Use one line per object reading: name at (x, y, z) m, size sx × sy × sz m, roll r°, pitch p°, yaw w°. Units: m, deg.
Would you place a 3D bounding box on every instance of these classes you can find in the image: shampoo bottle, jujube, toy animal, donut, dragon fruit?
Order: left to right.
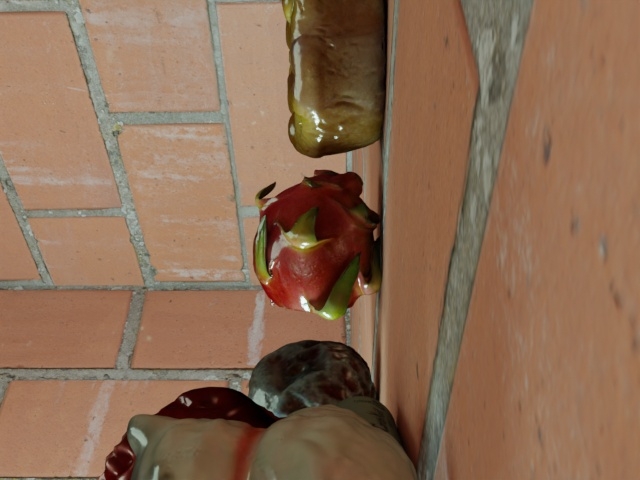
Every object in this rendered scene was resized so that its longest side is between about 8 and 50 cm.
toy animal at (-0.034, 0.231, 0.488) m, size 0.266 × 0.188 × 0.307 m, roll -40°, pitch 36°, yaw 43°
jujube at (-0.010, 0.310, 1.224) m, size 0.226 × 0.226 × 0.317 m, roll -89°, pitch -7°, yaw -53°
dragon fruit at (-0.002, 0.005, 1.137) m, size 0.224 × 0.224 × 0.227 m, roll -86°, pitch -3°, yaw -76°
donut at (0.018, -0.285, 1.092) m, size 0.317 × 0.150 × 0.299 m, roll 90°, pitch -179°, yaw -53°
shampoo bottle at (0.045, 0.220, 0.769) m, size 0.262 × 0.085 × 0.085 m, roll 19°, pitch -109°, yaw -89°

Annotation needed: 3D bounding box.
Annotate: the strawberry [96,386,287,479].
strawberry at (-0.069, 0.341, 0.779) m, size 0.345 × 0.295 × 0.317 m, roll 21°, pitch 123°, yaw 52°
